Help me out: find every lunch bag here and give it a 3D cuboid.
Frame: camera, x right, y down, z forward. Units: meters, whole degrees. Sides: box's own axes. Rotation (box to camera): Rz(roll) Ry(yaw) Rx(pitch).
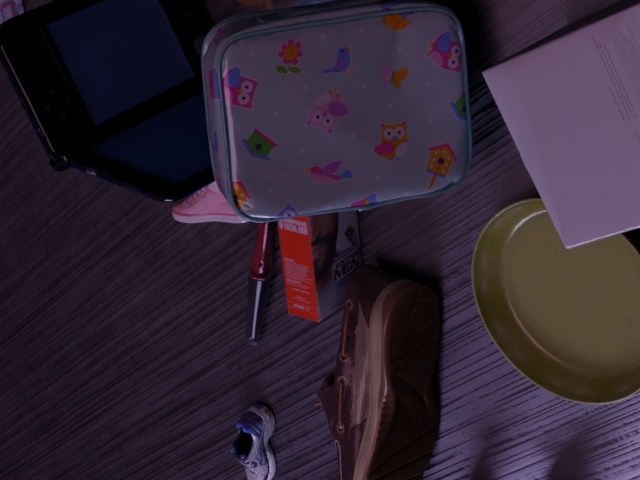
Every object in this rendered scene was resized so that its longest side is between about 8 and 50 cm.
[{"bbox_3d":[0.020,-0.146,1.672,0.108,0.279,0.224,-140,41,-70],"label":"lunch bag"}]

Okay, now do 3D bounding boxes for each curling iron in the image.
[{"bbox_3d":[-0.065,0.036,2.022,0.068,0.035,0.274,38,134,22],"label":"curling iron"}]

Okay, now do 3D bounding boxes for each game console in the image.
[{"bbox_3d":[-0.170,-0.189,1.798,0.173,0.293,0.250,-17,102,47],"label":"game console"}]

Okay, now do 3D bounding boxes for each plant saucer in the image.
[{"bbox_3d":[0.270,0.060,1.719,0.241,0.037,0.241,23,127,34],"label":"plant saucer"}]

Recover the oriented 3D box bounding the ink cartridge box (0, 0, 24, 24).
[{"bbox_3d":[-0.447,-0.316,2.168,0.088,0.052,0.122,15,121,38],"label":"ink cartridge box"}]

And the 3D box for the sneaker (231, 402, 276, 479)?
[{"bbox_3d":[-0.097,0.286,2.182,0.052,0.058,0.135,21,127,34],"label":"sneaker"}]

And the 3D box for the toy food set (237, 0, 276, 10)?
[{"bbox_3d":[-0.094,-0.323,1.819,0.192,0.038,0.132,43,161,37],"label":"toy food set"}]

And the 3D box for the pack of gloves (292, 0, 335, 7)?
[{"bbox_3d":[0.014,-0.342,1.737,0.232,0.046,0.195,-39,70,48],"label":"pack of gloves"}]

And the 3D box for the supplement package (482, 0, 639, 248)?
[{"bbox_3d":[0.301,-0.125,1.496,0.203,0.149,0.194,-20,99,47],"label":"supplement package"}]

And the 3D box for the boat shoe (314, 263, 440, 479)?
[{"bbox_3d":[0.060,0.188,1.940,0.123,0.123,0.342,28,127,40],"label":"boat shoe"}]

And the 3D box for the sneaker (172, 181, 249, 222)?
[{"bbox_3d":[-0.137,-0.060,2.026,0.134,0.051,0.070,2,113,39],"label":"sneaker"}]

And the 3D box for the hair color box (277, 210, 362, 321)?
[{"bbox_3d":[0.000,0.000,1.898,0.053,0.093,0.167,13,122,37],"label":"hair color box"}]
